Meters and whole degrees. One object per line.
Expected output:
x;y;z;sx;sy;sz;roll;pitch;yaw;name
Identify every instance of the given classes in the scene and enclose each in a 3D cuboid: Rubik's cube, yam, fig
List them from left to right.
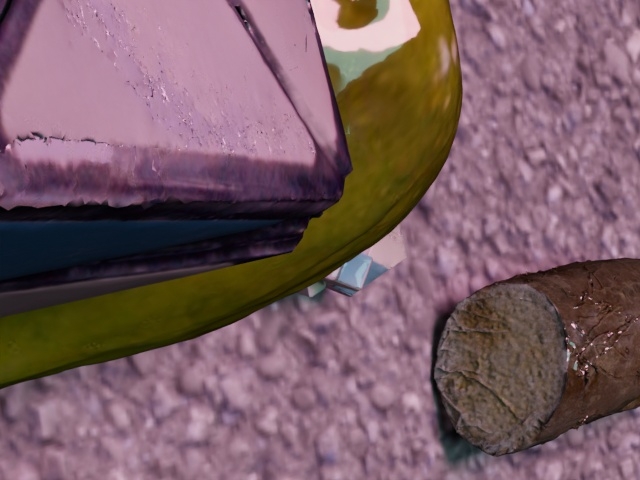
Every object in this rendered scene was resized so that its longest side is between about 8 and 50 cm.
-0.197;-0.113;0.648;0.305;0.310;0.307;6;73;-68;Rubik's cube
-0.089;-0.063;0.863;0.314;0.233;0.233;-19;97;-11;fig
0.001;-0.002;0.998;0.073;0.075;0.084;-29;103;-38;Rubik's cube
0.166;0.063;1.102;0.183;0.107;0.107;-10;91;-40;yam
